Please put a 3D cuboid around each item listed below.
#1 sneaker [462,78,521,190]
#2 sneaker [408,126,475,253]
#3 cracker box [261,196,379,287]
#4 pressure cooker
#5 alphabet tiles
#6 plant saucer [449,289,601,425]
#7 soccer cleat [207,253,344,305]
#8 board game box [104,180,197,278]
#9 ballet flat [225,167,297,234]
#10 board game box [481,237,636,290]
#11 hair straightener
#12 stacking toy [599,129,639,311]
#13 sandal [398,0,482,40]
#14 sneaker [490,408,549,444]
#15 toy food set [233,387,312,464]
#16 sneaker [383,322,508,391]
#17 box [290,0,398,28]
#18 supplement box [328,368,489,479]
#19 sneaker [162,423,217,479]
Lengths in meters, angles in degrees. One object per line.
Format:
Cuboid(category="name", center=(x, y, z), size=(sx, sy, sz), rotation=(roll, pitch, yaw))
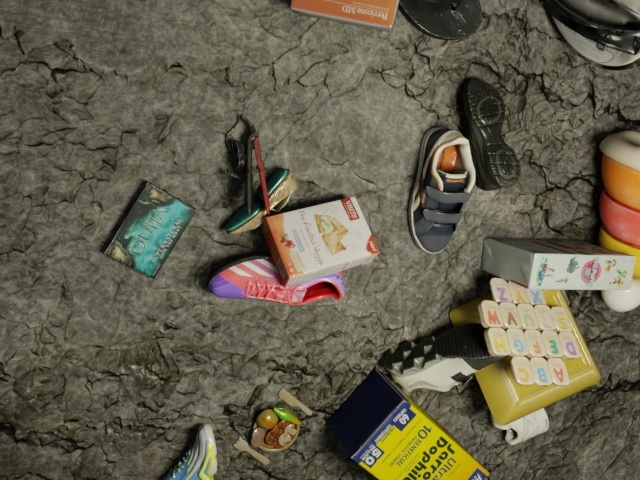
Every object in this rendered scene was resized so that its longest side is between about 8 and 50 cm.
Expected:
Cuboid(category="sneaker", center=(0.393, -0.255, 1.547), size=(0.109, 0.130, 0.286), rotation=(-7, 82, -23))
Cuboid(category="sneaker", center=(0.298, -0.113, 1.540), size=(0.126, 0.127, 0.320), rotation=(-4, 105, -18))
Cuboid(category="cracker box", center=(0.000, 0.000, 1.447), size=(0.232, 0.067, 0.155), rotation=(-15, 69, -23))
Cuboid(category="pressure cooker", center=(0.719, -0.605, 1.428), size=(0.420, 0.370, 0.375), rotation=(-35, 107, -11))
Cuboid(category="alphabet tiles", center=(0.522, 0.223, 1.559), size=(0.284, 0.021, 0.277), rotation=(7, 60, -24))
Cuboid(category="plant saucer", center=(0.560, 0.277, 1.659), size=(0.333, 0.081, 0.332), rotation=(-20, 81, -12))
Cuboid(category="soccer cleat", center=(-0.098, 0.102, 1.455), size=(0.319, 0.116, 0.108), rotation=(-5, 138, -18))
Cuboid(category="board game box", center=(-0.380, -0.022, 1.400), size=(0.126, 0.026, 0.186), rotation=(31, 92, -22))
Cuboid(category="ballet flat", center=(-0.129, -0.075, 1.446), size=(0.206, 0.073, 0.067), rotation=(-44, 125, 0))
Cuboid(category="board game box", center=(0.610, 0.057, 1.623), size=(0.304, 0.224, 0.097), rotation=(0, 101, -17))
Cuboid(category="hair straightener", center=(-0.170, -0.165, 1.392), size=(0.089, 0.047, 0.230), rotation=(-9, 88, -2))
Cuboid(category="stacking toy", center=(0.855, -0.025, 1.668), size=(0.351, 0.350, 0.479), rotation=(3, 116, -18))
Cuboid(category="sandal", center=(0.211, -0.626, 1.401), size=(0.446, 0.107, 0.167), rotation=(43, 88, -20))
Cuboid(category="sneaker", center=(0.541, 0.445, 1.749), size=(0.152, 0.114, 0.305), rotation=(-26, 109, -11))
Cuboid(category="toy food set", center=(-0.114, 0.485, 1.594), size=(0.132, 0.038, 0.192), rotation=(41, 89, -21))
Cuboid(category="sneaker", center=(0.345, 0.316, 1.623), size=(0.331, 0.122, 0.146), rotation=(-16, 123, 21))
Cuboid(category="box", center=(0.081, -0.624, 1.277), size=(0.215, 0.168, 0.345), rotation=(12, 106, 3))
Cuboid(category="supplement box", center=(0.228, 0.538, 1.630), size=(0.356, 0.195, 0.194), rotation=(43, 88, -22))
Cuboid(category="sneaker", center=(-0.320, 0.562, 1.520), size=(0.126, 0.091, 0.240), rotation=(0, 103, -17))
